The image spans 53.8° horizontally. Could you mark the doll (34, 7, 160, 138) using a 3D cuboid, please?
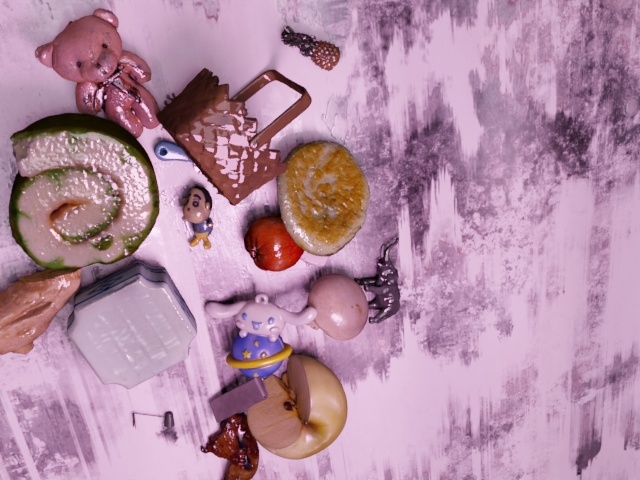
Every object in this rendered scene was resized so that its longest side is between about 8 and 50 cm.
[{"bbox_3d":[-0.478,-0.361,1.448,0.201,0.156,0.303,-38,123,-6],"label":"doll"}]

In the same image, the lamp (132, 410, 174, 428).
[{"bbox_3d":[-0.487,0.521,1.846,0.121,0.041,0.054,-1,102,-24],"label":"lamp"}]

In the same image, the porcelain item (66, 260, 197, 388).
[{"bbox_3d":[-0.487,0.217,1.651,0.281,0.157,0.286,-29,113,-6],"label":"porcelain item"}]

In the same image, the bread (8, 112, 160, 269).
[{"bbox_3d":[-0.572,-0.112,1.486,0.366,0.129,0.382,-36,124,2],"label":"bread"}]

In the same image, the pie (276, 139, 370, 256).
[{"bbox_3d":[0.006,-0.124,1.707,0.323,0.070,0.323,5,82,-35],"label":"pie"}]

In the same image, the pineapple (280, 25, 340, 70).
[{"bbox_3d":[-0.027,-0.495,1.617,0.159,0.074,0.074,22,100,-24],"label":"pineapple"}]

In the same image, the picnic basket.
[{"bbox_3d":[-0.192,-0.285,1.524,0.321,0.254,0.291,-39,126,-4],"label":"picnic basket"}]

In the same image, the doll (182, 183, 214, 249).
[{"bbox_3d":[-0.322,-0.061,1.662,0.089,0.102,0.179,-29,124,-58],"label":"doll"}]

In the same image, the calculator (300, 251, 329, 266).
[{"bbox_3d":[0.000,0.000,1.834,0.100,0.032,0.175,22,101,-26],"label":"calculator"}]

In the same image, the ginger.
[{"bbox_3d":[-0.737,0.171,1.561,0.354,0.126,0.190,-40,113,-1],"label":"ginger"}]

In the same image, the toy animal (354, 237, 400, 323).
[{"bbox_3d":[0.181,0.129,1.930,0.137,0.082,0.270,-9,109,-21],"label":"toy animal"}]

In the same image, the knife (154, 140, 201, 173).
[{"bbox_3d":[-0.313,-0.203,1.643,0.244,0.032,0.058,15,99,-29],"label":"knife"}]

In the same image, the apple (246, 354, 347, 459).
[{"bbox_3d":[-0.053,0.498,1.877,0.233,0.258,0.295,37,97,-29],"label":"apple"}]

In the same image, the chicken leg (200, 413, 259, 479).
[{"bbox_3d":[-0.276,0.680,1.968,0.177,0.083,0.322,-9,111,-9],"label":"chicken leg"}]

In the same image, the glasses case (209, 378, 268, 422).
[{"bbox_3d":[-0.241,0.469,1.860,0.190,0.072,0.042,-31,158,22],"label":"glasses case"}]

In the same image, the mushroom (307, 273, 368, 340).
[{"bbox_3d":[0.034,0.203,1.855,0.204,0.204,0.204,-7,112,-19],"label":"mushroom"}]

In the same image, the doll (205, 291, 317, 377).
[{"bbox_3d":[-0.143,0.265,1.806,0.311,0.159,0.243,-11,88,13],"label":"doll"}]

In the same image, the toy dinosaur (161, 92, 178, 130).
[{"bbox_3d":[-0.363,-0.323,1.577,0.060,0.029,0.120,13,108,-42],"label":"toy dinosaur"}]

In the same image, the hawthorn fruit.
[{"bbox_3d":[-0.109,0.003,1.738,0.194,0.157,0.157,-18,117,-40],"label":"hawthorn fruit"}]
